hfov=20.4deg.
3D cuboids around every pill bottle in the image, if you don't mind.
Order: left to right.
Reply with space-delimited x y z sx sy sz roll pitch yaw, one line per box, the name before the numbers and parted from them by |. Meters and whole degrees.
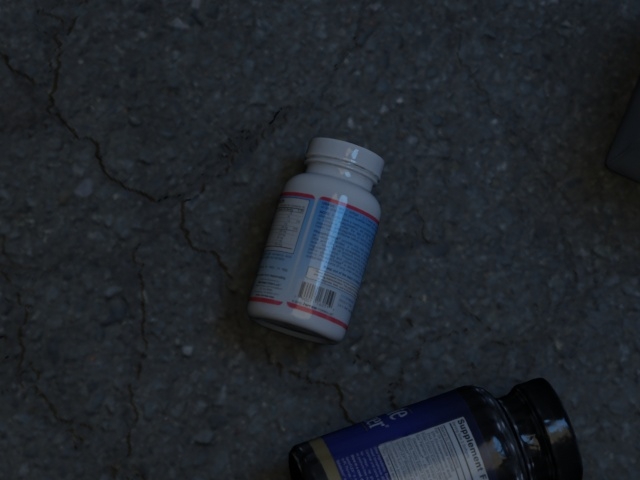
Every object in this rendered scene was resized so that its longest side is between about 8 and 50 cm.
pill bottle | 0.000 0.000 1.484 0.087 0.087 0.160 18 80 -2
pill bottle | 0.094 0.190 1.445 0.219 0.123 0.122 -18 83 -9

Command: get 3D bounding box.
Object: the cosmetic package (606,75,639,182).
cosmetic package | 0.494 -0.061 1.471 0.453 0.230 0.161 23 79 -2
